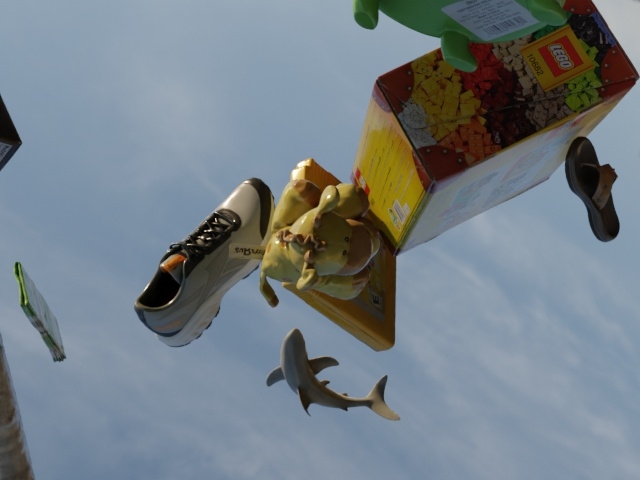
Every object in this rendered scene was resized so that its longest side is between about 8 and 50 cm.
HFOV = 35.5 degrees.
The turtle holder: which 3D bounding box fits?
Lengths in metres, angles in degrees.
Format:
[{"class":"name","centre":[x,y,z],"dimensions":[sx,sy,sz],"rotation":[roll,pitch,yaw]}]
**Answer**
[{"class":"turtle holder","centre":[0.139,-0.365,1.160],"dimensions":[0.320,0.243,0.227],"rotation":[13,-108,-8]}]

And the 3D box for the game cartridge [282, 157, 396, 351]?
[{"class":"game cartridge","centre":[0.046,0.028,1.951],"dimensions":[0.323,0.052,0.285],"rotation":[39,-135,-45]}]

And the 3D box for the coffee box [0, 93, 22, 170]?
[{"class":"coffee box","centre":[-0.505,-0.159,1.107],"dimensions":[0.297,0.119,0.168],"rotation":[15,-144,-53]}]

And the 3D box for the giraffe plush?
[{"class":"giraffe plush","centre":[0.000,0.000,1.327],"dimensions":[0.210,0.170,0.181],"rotation":[-14,-90,-19]}]

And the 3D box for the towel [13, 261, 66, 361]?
[{"class":"towel","centre":[-0.467,0.120,1.652],"dimensions":[0.113,0.023,0.152],"rotation":[-121,9,-46]}]

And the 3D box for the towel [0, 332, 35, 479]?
[{"class":"towel","centre":[-0.299,0.126,0.889],"dimensions":[0.049,0.187,0.282],"rotation":[-15,-162,-18]}]

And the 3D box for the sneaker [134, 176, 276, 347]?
[{"class":"sneaker","centre":[-0.160,0.023,1.419],"dimensions":[0.100,0.271,0.108],"rotation":[28,170,39]}]

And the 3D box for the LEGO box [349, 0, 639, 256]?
[{"class":"LEGO box","centre":[0.272,-0.185,1.748],"dimensions":[0.193,0.372,0.500],"rotation":[61,170,11]}]

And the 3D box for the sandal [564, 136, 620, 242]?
[{"class":"sandal","centre":[0.467,-0.084,1.666],"dimensions":[0.090,0.060,0.219],"rotation":[-51,-54,-34]}]

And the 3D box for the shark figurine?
[{"class":"shark figurine","centre":[0.005,0.301,1.939],"dimensions":[0.278,0.166,0.116],"rotation":[34,-152,-23]}]
